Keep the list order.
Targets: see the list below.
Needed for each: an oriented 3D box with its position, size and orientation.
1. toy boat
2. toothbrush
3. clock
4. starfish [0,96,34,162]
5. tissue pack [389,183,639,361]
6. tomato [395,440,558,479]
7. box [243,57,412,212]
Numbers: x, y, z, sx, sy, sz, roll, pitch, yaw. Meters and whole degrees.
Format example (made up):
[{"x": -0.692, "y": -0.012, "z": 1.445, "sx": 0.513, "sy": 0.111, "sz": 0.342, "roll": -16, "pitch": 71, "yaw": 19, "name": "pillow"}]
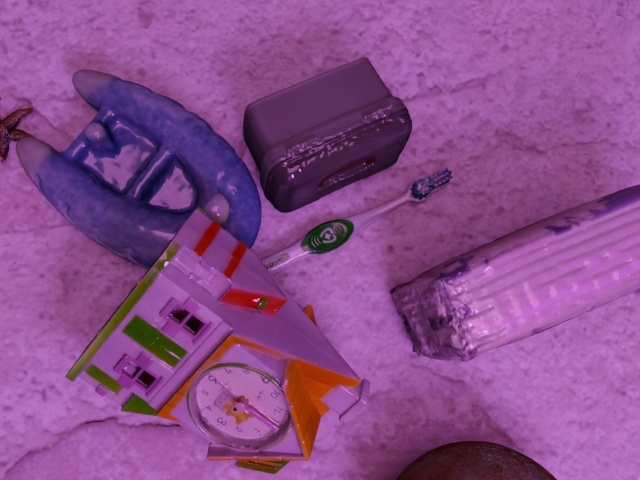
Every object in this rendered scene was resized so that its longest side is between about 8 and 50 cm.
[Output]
[{"x": -0.227, "y": -0.086, "z": 0.934, "sx": 0.330, "sy": 0.123, "sz": 0.215, "roll": 38, "pitch": 77, "yaw": 0, "name": "toy boat"}, {"x": 0.000, "y": 0.001, "z": 0.998, "sx": 0.418, "sy": 0.040, "sz": 0.042, "roll": -27, "pitch": 84, "yaw": -6, "name": "toothbrush"}, {"x": -0.102, "y": 0.150, "z": 0.864, "sx": 0.309, "sy": 0.166, "sz": 0.235, "roll": 37, "pitch": 117, "yaw": -10, "name": "clock"}, {"x": -0.423, "y": -0.151, "z": 0.964, "sx": 0.091, "sy": 0.028, "sz": 0.078, "roll": -45, "pitch": 95, "yaw": -14, "name": "starfish"}, {"x": 0.278, "y": 0.043, "z": 0.922, "sx": 0.344, "sy": 0.242, "sz": 0.125, "roll": -20, "pitch": 86, "yaw": -10, "name": "tissue pack"}, {"x": 0.185, "y": 0.372, "z": 0.849, "sx": 0.270, "sy": 0.222, "sz": 0.270, "roll": -6, "pitch": 66, "yaw": 13, "name": "tomato"}, {"x": 0.006, "y": -0.140, "z": 0.964, "sx": 0.210, "sy": 0.148, "sz": 0.129, "roll": -25, "pitch": 77, "yaw": -13, "name": "box"}]
